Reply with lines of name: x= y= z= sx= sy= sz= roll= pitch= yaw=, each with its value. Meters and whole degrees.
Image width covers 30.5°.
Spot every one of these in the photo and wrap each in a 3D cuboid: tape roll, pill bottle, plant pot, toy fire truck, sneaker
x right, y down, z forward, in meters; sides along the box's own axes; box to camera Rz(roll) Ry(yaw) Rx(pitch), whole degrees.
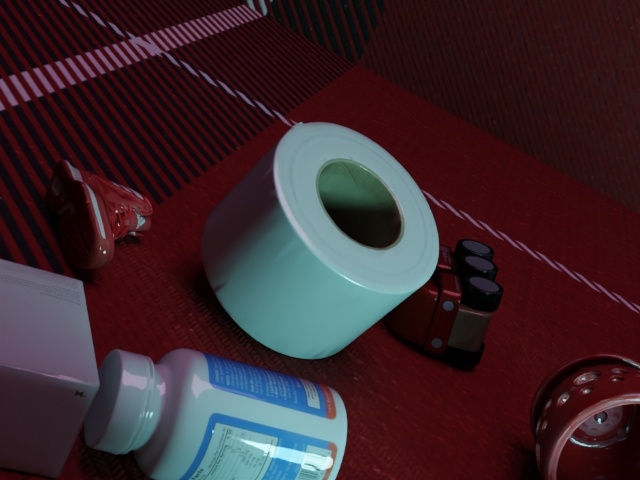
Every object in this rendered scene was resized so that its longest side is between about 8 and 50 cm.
tape roll: x=0.000 y=0.000 z=1.434 sx=0.246 sy=0.169 sz=0.246 roll=24 pitch=46 yaw=-27
pill bottle: x=-0.098 y=0.169 z=1.088 sx=0.222 sy=0.124 sz=0.124 roll=19 pitch=22 yaw=-23
plant pot: x=0.345 y=0.232 z=1.398 sx=0.191 sy=0.191 sz=0.174 roll=24 pitch=17 yaw=-9
toy fire truck: x=0.124 y=0.045 z=1.668 sx=0.247 sy=0.158 sz=0.217 roll=14 pitch=22 yaw=-2
sneaker: x=-0.251 y=-0.028 z=1.437 sx=0.128 sy=0.087 sz=0.221 roll=13 pitch=25 yaw=-30

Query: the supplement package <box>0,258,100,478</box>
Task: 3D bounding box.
supplement package: x=-0.270 y=0.109 z=1.049 sx=0.105 sy=0.105 sz=0.179 roll=18 pitch=21 yaw=-25
